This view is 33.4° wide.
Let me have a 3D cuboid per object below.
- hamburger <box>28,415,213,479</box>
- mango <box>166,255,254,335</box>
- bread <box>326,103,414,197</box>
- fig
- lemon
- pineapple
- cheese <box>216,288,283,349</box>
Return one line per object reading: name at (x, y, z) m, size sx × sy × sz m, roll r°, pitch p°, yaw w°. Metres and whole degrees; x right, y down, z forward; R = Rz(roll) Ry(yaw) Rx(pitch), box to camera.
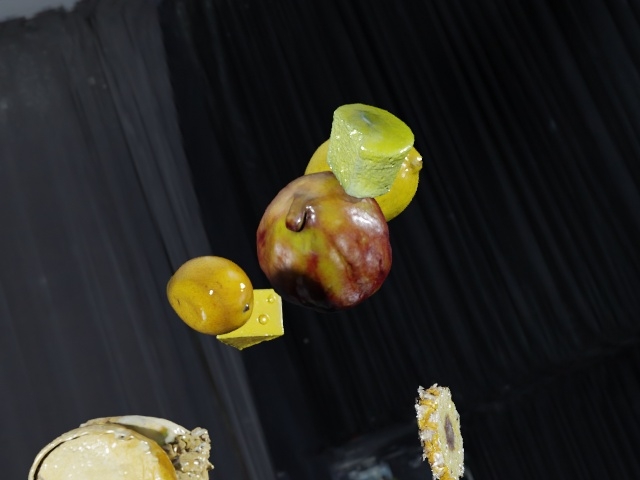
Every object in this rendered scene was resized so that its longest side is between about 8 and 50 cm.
hamburger at (-0.274, 0.358, 1.473) m, size 0.286 × 0.243 × 0.146 m, roll -47°, pitch 171°, yaw 3°
mango at (-0.150, 0.079, 1.434) m, size 0.089 × 0.115 × 0.165 m, roll -45°, pitch -177°, yaw -32°
bread at (0.075, -0.138, 1.612) m, size 0.111 × 0.129 × 0.114 m, roll -2°, pitch 134°, yaw -26°
fig at (0.005, 0.001, 1.705) m, size 0.224 × 0.224 × 0.263 m, roll -14°, pitch 160°, yaw -23°
lemon at (0.090, -0.138, 2.399) m, size 0.263 × 0.235 × 0.236 m, roll -16°, pitch 166°, yaw -7°
pineapple at (0.234, 0.375, 2.053) m, size 0.047 × 0.221 × 0.221 m, roll -16°, pitch 169°, yaw 21°
cheese at (-0.147, 0.158, 2.094) m, size 0.126 × 0.093 × 0.171 m, roll -3°, pitch 165°, yaw -9°
